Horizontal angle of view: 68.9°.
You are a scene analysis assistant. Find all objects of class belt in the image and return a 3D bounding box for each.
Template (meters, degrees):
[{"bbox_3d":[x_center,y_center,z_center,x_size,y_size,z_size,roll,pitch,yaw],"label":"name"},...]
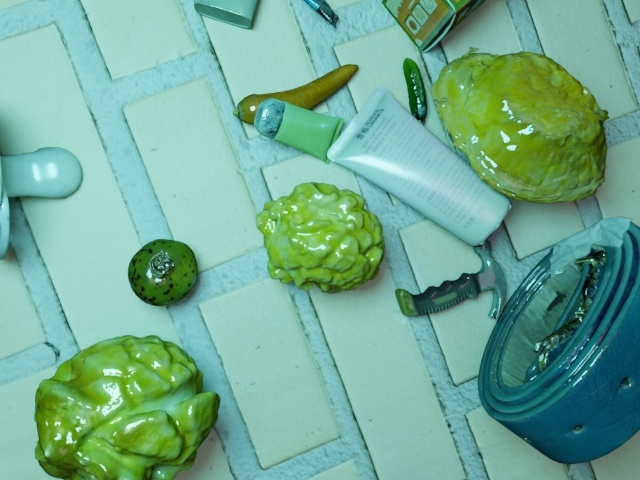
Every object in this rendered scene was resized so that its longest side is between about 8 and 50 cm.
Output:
[{"bbox_3d":[0.469,0.169,0.852,0.173,0.300,0.437,39,81,-8],"label":"belt"}]

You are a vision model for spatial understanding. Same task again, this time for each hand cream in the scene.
[{"bbox_3d":[0.204,-0.131,0.924,0.358,0.118,0.186,38,86,2],"label":"hand cream"},{"bbox_3d":[-0.040,-0.213,0.886,0.174,0.046,0.095,11,103,-35],"label":"hand cream"}]

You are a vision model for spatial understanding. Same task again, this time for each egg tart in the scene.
[{"bbox_3d":[0.413,-0.239,0.889,0.339,0.153,0.352,-9,68,-16],"label":"egg tart"}]

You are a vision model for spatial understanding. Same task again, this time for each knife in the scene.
[{"bbox_3d":[-0.070,-0.531,0.917,0.296,0.026,0.044,43,53,-6],"label":"knife"}]

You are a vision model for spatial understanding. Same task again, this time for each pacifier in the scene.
[{"bbox_3d":[-0.517,-0.110,0.800,0.207,0.227,0.279,-8,91,-48],"label":"pacifier"}]

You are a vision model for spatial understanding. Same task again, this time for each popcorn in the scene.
[{"bbox_3d":[-0.315,0.291,0.764,0.282,0.282,0.247,47,48,-5],"label":"popcorn"},{"bbox_3d":[-0.001,0.006,0.848,0.234,0.217,0.181,5,62,-2],"label":"popcorn"}]

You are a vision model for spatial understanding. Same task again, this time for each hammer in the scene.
[{"bbox_3d":[0.268,0.104,0.955,0.226,0.041,0.159,-16,90,-8],"label":"hammer"}]

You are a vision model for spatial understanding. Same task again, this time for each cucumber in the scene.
[{"bbox_3d":[0.198,-0.298,0.952,0.037,0.037,0.155,-11,91,-8],"label":"cucumber"}]

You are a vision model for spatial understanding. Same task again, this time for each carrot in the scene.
[{"bbox_3d":[-0.040,-0.279,0.911,0.270,0.066,0.062,-20,136,-10],"label":"carrot"}]

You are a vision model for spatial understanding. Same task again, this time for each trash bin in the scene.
[{"bbox_3d":[-0.170,-0.490,0.891,0.115,0.059,0.130,14,88,-6],"label":"trash bin"}]

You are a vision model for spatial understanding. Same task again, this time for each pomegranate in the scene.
[{"bbox_3d":[-0.284,0.053,0.836,0.130,0.130,0.131,0,89,-8],"label":"pomegranate"}]

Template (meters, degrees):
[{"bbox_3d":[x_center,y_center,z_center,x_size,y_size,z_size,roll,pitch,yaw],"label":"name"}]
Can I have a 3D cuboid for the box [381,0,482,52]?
[{"bbox_3d":[0.251,-0.500,0.890,0.195,0.177,0.148,-42,94,-6],"label":"box"}]
